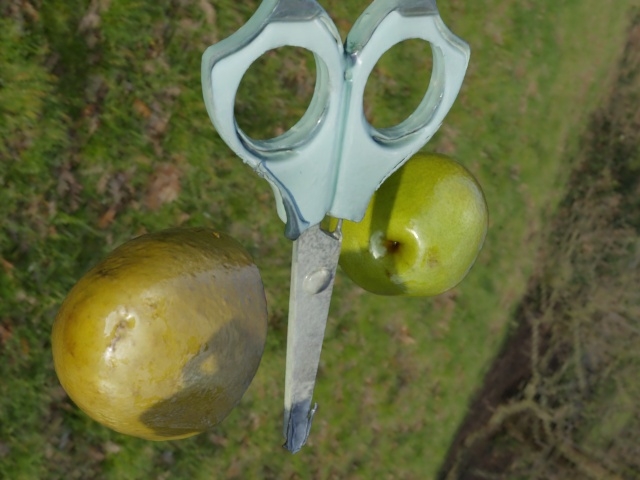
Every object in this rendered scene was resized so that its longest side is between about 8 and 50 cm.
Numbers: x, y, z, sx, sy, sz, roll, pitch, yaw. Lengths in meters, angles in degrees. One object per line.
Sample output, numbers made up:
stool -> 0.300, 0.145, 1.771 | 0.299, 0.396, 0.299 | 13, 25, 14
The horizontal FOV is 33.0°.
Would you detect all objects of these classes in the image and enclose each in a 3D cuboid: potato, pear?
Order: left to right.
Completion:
potato -> -0.155, 0.077, 0.927 | 0.203, 0.178, 0.158 | -40, 160, 10
pear -> 0.108, -0.022, 1.227 | 0.216, 0.180, 0.166 | -29, 99, -66

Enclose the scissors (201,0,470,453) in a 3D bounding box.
scissors -> 0.001, 0.001, 0.740 | 0.191, 0.029, 0.360 | -7, 118, -28
